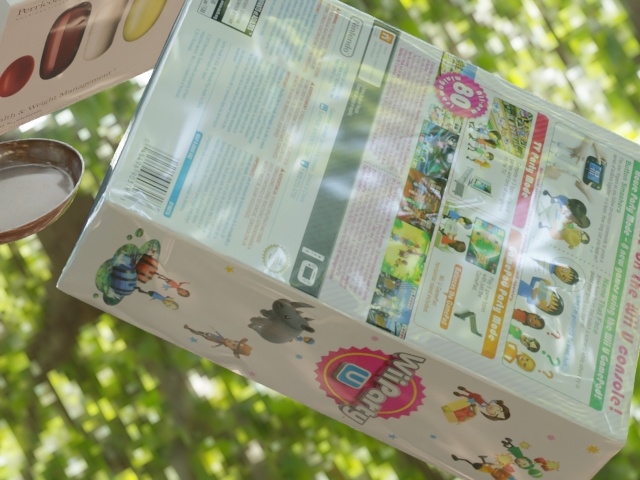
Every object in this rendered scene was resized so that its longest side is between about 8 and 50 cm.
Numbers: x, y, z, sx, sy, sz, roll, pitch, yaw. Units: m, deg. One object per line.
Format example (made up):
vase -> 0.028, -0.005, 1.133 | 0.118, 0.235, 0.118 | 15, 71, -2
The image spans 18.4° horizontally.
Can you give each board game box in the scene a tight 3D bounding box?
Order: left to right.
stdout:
board game box -> 0.034, -0.009, 1.110 | 0.097, 0.303, 0.224 | -57, 11, 47

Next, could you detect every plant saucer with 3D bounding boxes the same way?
plant saucer -> -0.308, -0.043, 1.925 | 0.168, 0.029, 0.168 | -10, 35, 7

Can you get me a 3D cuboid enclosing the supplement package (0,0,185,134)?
supplement package -> -0.211, -0.209, 1.513 | 0.194, 0.149, 0.203 | -28, -16, -29
